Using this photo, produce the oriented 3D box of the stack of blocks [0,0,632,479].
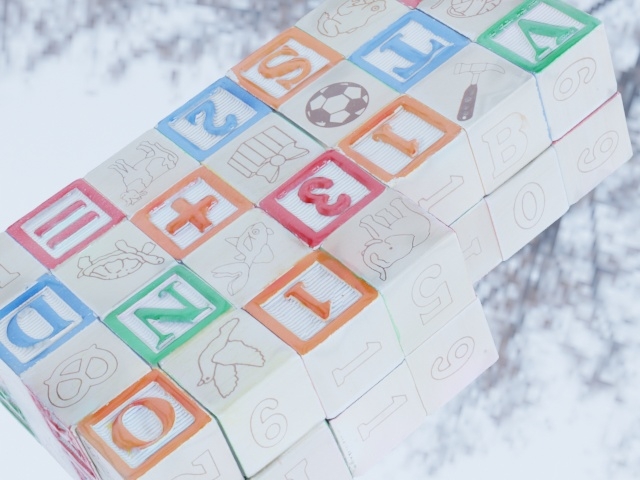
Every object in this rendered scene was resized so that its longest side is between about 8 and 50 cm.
[{"bbox_3d":[0.000,0.000,0.854,0.297,0.087,0.171,-38,-134,-17],"label":"stack of blocks"}]
